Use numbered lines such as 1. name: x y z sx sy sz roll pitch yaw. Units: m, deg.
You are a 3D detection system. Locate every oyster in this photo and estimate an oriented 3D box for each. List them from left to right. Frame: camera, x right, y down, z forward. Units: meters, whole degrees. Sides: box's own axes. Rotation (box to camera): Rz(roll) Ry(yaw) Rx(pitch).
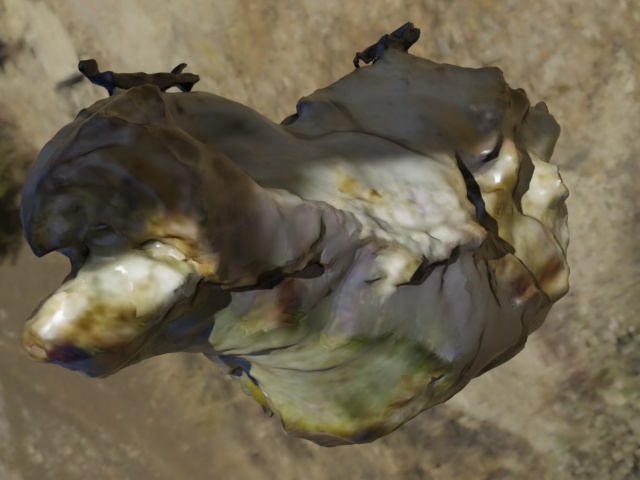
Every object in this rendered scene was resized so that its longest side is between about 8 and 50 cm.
1. oyster: 0.004 -0.007 0.560 0.133 0.337 0.197 22 95 38
